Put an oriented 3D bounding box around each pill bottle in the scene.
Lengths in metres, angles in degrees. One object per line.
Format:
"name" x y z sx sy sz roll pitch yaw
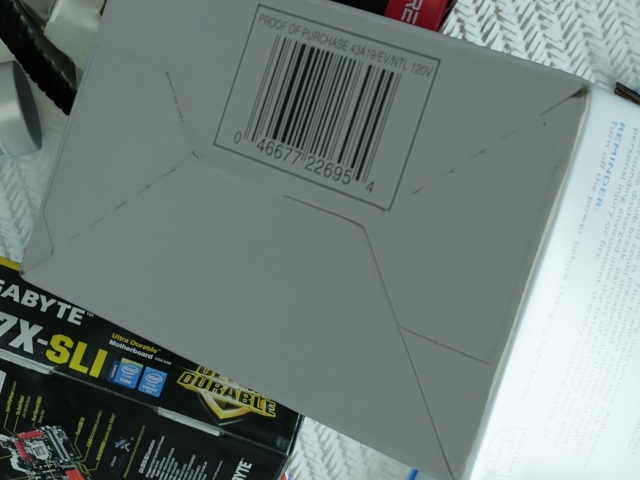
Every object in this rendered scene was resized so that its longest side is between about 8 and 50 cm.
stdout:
"pill bottle" -0.296 -0.078 1.333 0.169 0.094 0.094 -14 100 2

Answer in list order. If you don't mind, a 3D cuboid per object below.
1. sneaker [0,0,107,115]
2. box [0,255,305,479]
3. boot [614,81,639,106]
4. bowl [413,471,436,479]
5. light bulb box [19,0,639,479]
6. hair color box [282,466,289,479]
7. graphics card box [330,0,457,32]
"sneaker" -0.137 -0.149 1.323 0.146 0.122 0.330 -42 95 -13
"box" -0.169 0.160 1.292 0.257 0.079 0.322 21 140 -2
"boot" 0.226 -0.047 1.374 0.106 0.037 0.114 43 102 -5
"bowl" 0.143 0.210 1.409 0.142 0.053 0.142 24 98 -3
"light bulb box" 0.078 -0.001 1.142 0.358 0.361 0.225 22 95 36
"hair color box" -0.060 0.111 1.380 0.043 0.072 0.141 -13 99 2
"graphics card box" -0.086 -0.241 1.232 0.370 0.233 0.094 19 100 -6
